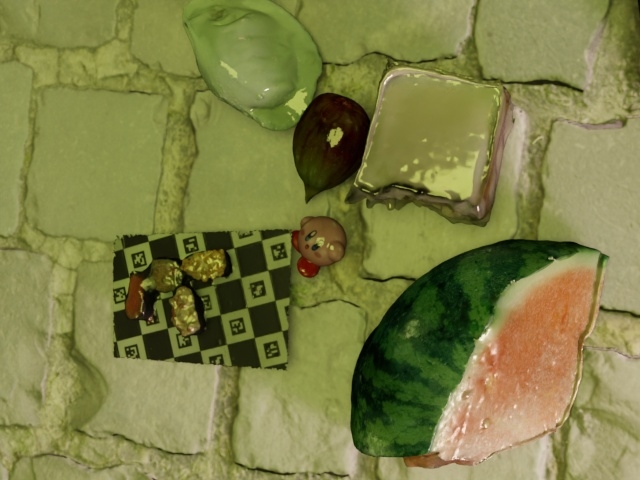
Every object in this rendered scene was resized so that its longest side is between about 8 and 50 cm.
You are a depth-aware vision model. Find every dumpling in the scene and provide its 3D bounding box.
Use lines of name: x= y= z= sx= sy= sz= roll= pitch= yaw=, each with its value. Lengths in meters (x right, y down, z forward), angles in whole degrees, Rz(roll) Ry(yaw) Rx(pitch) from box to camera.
dumpling: x=-0.098 y=-0.245 z=1.474 sx=0.219 sy=0.152 sz=0.108 roll=55 pitch=142 yaw=-2

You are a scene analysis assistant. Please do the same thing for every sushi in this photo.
sushi: x=-0.178 y=0.077 z=1.487 sx=0.279 sy=0.043 sz=0.193 roll=1 pitch=90 yaw=21

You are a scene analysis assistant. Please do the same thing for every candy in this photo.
candy: x=0.145 y=-0.123 z=1.386 sx=0.184 sy=0.137 sz=0.195 roll=12 pitch=90 yaw=13

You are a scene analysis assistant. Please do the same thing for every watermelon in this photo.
watermelon: x=0.182 y=0.141 z=1.333 sx=0.319 sy=0.222 sz=0.292 roll=6 pitch=94 yaw=14

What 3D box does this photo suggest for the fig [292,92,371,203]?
fig: x=0.008 y=-0.118 z=1.444 sx=0.103 sy=0.109 sz=0.155 roll=25 pitch=123 yaw=1

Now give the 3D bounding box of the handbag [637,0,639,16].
handbag: x=0.523 y=-0.327 z=1.260 sx=0.303 sy=0.122 sz=0.329 roll=-8 pitch=108 yaw=13

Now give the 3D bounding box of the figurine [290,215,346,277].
figurine: x=0.000 y=0.000 z=1.453 sx=0.071 sy=0.067 sz=0.083 roll=-46 pitch=59 yaw=33
